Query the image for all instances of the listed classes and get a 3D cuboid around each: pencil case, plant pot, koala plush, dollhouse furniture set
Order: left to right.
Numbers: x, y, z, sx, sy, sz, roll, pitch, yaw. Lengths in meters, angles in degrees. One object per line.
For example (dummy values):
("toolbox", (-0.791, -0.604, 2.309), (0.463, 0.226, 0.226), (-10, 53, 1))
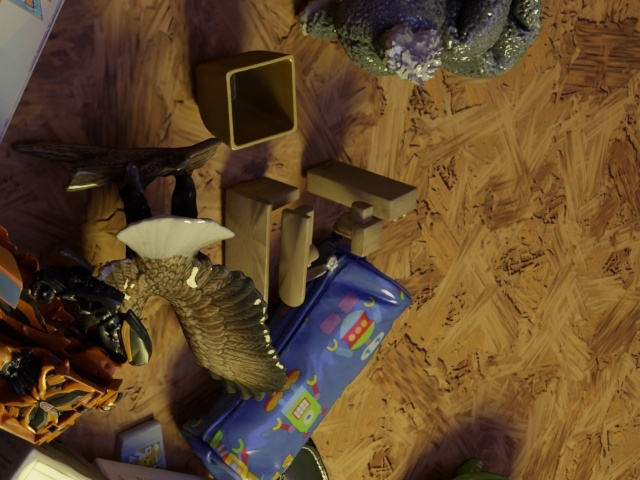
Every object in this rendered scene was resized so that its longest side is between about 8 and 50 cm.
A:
("plant pot", (-0.082, -0.147, 1.292), (0.082, 0.083, 0.081), (-21, 121, -35))
("pencil case", (-0.028, 0.137, 1.437), (0.306, 0.119, 0.133), (-53, 138, -10))
("dollhouse furniture set", (0.000, 0.000, 1.405), (0.151, 0.144, 0.123), (-27, 130, -47))
("koala plush", (0.105, -0.237, 1.350), (0.221, 0.196, 0.203), (-29, 135, -34))

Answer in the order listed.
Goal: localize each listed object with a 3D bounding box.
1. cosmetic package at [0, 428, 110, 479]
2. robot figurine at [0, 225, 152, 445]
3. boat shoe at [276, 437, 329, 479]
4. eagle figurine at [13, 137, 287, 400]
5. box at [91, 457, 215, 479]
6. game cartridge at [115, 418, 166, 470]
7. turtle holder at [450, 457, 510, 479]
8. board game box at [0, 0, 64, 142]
("cosmetic package", (-0.339, 0.320, 1.239), (0.296, 0.129, 0.153), (-55, 135, -9))
("robot figurine", (-0.290, 0.069, 1.103), (0.291, 0.085, 0.211), (39, 125, -21))
("boat shoe", (-0.010, 0.360, 1.570), (0.114, 0.091, 0.302), (-29, 125, -29))
("eagle figurine", (-0.156, 0.051, 1.247), (0.225, 0.226, 0.298), (-24, 120, -56))
("box", (-0.169, 0.319, 1.389), (0.203, 0.103, 0.114), (20, 110, -44))
("game cartridge", (-0.195, 0.239, 1.409), (0.056, 0.017, 0.083), (-20, 120, -30))
("turtle holder", (0.195, 0.443, 1.692), (0.320, 0.227, 0.243), (2, 108, -42))
("board game box", (-0.360, -0.217, 1.030), (0.319, 0.066, 0.318), (23, 92, -44))
